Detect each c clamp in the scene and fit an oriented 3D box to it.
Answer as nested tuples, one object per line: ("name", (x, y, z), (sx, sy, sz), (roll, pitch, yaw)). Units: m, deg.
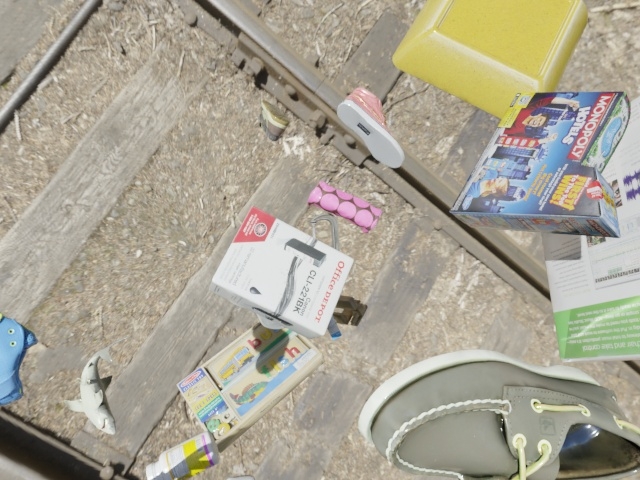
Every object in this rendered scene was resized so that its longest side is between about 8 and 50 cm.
("c clamp", (0.000, 0.000, 1.180), (0.137, 0.022, 0.161), (3, 86, -29))

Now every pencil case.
("pencil case", (0.068, -0.094, 1.185), (0.209, 0.098, 0.095), (27, 58, 2))

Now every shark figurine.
("shark figurine", (-0.636, 0.401, 1.192), (0.166, 0.116, 0.279), (11, 100, 15))

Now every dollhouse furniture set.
("dollhouse furniture set", (0.115, 0.236, 1.600), (0.123, 0.143, 0.151), (-54, 127, -34))

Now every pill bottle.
("pill bottle", (-0.174, 0.281, 0.522), (0.083, 0.043, 0.044), (-21, 94, -15))

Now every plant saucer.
("plant saucer", (0.366, -0.436, 0.840), (0.332, 0.081, 0.333), (29, 76, 6))

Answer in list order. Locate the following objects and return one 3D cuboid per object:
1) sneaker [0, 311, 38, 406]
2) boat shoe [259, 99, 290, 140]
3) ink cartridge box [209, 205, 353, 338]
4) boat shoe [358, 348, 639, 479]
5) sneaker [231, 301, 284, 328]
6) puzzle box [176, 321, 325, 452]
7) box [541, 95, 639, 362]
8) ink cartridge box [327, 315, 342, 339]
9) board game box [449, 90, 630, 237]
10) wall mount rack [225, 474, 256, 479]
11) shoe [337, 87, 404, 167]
("sneaker", (-0.422, 0.100, 0.490), (0.126, 0.091, 0.241), (-10, 79, -40))
("boat shoe", (-0.139, -0.334, 1.145), (0.080, 0.224, 0.074), (23, 110, -25))
("ink cartridge box", (-0.086, 0.079, 0.945), (0.272, 0.114, 0.197), (28, 67, -10))
("boat shoe", (0.178, 0.170, 0.367), (0.304, 0.091, 0.109), (10, 113, -26))
("sneaker", (-0.172, 0.144, 1.159), (0.104, 0.147, 0.296), (-39, 137, 4))
("puzzle box", (-0.222, 0.423, 1.311), (0.408, 0.272, 0.052), (-36, 134, -22))
("box", (0.404, -0.006, 0.550), (0.058, 0.232, 0.323), (7, 71, -11))
("ink cartridge box", (0.024, 0.212, 1.077), (0.028, 0.048, 0.084), (-26, 103, -6))
("board game box", (0.293, -0.086, 0.516), (0.060, 0.194, 0.194), (26, 95, -32))
("wall mount rack", (-0.233, 0.350, 0.395), (0.130, 0.304, 0.350), (43, 118, 6))
("shoe", (0.119, -0.236, 0.849), (0.178, 0.063, 0.081), (42, 56, -10))
